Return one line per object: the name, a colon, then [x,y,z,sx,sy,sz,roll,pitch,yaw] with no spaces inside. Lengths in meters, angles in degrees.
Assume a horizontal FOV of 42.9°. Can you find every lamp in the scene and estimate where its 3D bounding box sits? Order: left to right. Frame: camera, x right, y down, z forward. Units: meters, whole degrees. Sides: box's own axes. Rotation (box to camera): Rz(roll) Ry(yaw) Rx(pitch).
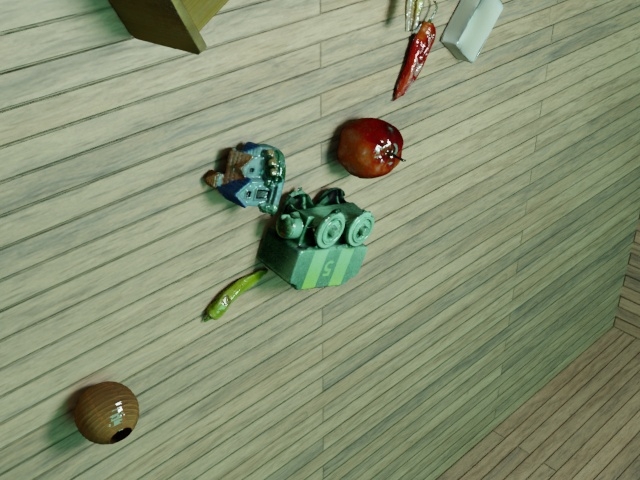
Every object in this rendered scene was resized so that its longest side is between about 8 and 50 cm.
lamp: [-0.451,0.363,1.720,0.136,0.136,0.136,-27,131,-36]

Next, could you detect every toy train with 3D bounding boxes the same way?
toy train: [0.000,0.000,1.984,0.299,0.167,0.238,-4,121,-47]

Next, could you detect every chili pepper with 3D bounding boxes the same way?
chili pepper: [-0.197,0.119,1.929,0.208,0.043,0.049,-40,125,-26]
chili pepper: [0.247,-0.472,2.055,0.059,0.050,0.268,-1,115,-66]

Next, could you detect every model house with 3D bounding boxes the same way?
model house: [-0.167,-0.136,1.751,0.148,0.119,0.148,-1,114,-40]

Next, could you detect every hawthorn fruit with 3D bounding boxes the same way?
hawthorn fruit: [0.134,-0.218,1.971,0.157,0.194,0.157,-15,114,-37]

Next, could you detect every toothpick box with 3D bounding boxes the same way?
toothpick box: [-0.213,-0.505,1.412,0.308,0.190,0.187,-53,142,-19]

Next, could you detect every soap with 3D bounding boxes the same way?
soap: [0.404,-0.577,2.156,0.121,0.064,0.183,27,92,-53]

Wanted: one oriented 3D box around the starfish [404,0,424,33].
starfish: [0.298,-0.742,1.883,0.398,0.132,0.384,-30,126,-14]
